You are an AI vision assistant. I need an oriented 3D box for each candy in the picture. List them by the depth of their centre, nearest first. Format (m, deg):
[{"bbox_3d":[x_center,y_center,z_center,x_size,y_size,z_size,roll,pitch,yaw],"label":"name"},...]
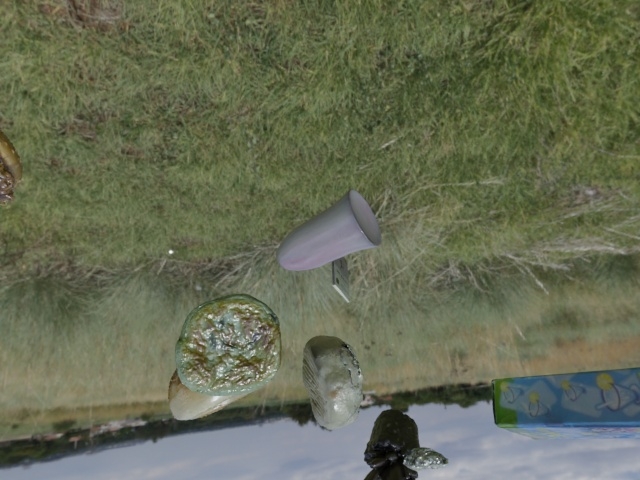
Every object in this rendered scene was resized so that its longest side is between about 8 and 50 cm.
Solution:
[{"bbox_3d":[0.312,0.193,0.484,0.097,0.062,0.194,29,144,-33],"label":"candy"}]

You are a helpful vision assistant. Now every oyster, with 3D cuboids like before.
[{"bbox_3d":[0.283,0.609,1.140,0.098,0.037,0.100,27,117,2],"label":"oyster"}]

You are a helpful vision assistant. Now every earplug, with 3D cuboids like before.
[{"bbox_3d":[0.000,0.000,1.180,0.301,0.172,0.172,-27,152,23],"label":"earplug"}]

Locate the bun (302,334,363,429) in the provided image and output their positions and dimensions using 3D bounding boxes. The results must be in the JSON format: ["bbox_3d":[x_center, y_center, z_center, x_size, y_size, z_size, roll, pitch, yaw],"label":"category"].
[{"bbox_3d":[0.036,0.360,1.096,0.141,0.239,0.239,-10,161,-21],"label":"bun"}]

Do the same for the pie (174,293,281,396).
[{"bbox_3d":[-0.195,0.233,0.917,0.240,0.240,0.054,-1,177,-15],"label":"pie"}]

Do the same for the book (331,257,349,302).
[{"bbox_3d":[0.069,0.112,1.464,0.014,0.181,0.127,-19,136,20],"label":"book"}]

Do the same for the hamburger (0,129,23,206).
[{"bbox_3d":[-0.498,-0.118,0.562,0.191,0.118,0.182,22,152,13],"label":"hamburger"}]

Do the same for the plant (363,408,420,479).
[{"bbox_3d":[0.247,0.750,1.414,0.194,0.320,0.181,24,125,4],"label":"plant"}]

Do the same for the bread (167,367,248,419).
[{"bbox_3d":[-0.261,0.352,1.097,0.305,0.159,0.305,-28,169,-6],"label":"bread"}]
